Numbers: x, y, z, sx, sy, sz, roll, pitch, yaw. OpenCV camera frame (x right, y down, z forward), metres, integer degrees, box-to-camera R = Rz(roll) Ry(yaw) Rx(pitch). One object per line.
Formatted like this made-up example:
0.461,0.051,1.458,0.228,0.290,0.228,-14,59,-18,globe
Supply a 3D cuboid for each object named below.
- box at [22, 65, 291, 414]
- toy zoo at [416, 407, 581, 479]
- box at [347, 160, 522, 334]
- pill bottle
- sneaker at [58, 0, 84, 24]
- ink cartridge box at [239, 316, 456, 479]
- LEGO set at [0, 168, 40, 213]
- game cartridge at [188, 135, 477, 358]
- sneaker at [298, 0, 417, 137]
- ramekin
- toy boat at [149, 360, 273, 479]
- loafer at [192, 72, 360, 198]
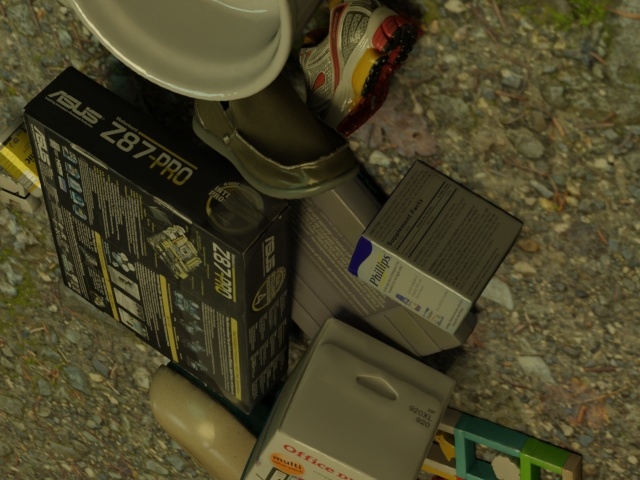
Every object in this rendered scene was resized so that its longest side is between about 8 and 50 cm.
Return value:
-0.186,0.010,1.932,0.318,0.097,0.395,34,154,19,box
0.188,0.291,2.061,0.293,0.030,0.192,18,139,25,toy zoo
0.121,0.007,1.730,0.137,0.126,0.072,32,145,7,box
-0.358,-0.096,2.060,0.116,0.065,0.065,44,143,-10,pill bottle
-0.271,-0.351,1.689,0.118,0.110,0.292,29,143,26,sneaker
0.024,0.236,1.933,0.171,0.168,0.232,26,148,-2,ink cartridge box
-0.491,-0.092,2.154,0.227,0.087,0.093,22,141,17,LEGO set
0.000,0.000,1.880,0.230,0.068,0.355,-24,113,46,game cartridge
0.022,-0.172,1.667,0.093,0.088,0.225,45,141,12,sneaker
-0.118,-0.286,1.601,0.277,0.135,0.277,23,142,19,ramekin
-0.068,0.267,2.142,0.318,0.148,0.267,32,165,29,toy boat
-0.056,-0.117,1.650,0.251,0.094,0.087,30,139,44,loafer
